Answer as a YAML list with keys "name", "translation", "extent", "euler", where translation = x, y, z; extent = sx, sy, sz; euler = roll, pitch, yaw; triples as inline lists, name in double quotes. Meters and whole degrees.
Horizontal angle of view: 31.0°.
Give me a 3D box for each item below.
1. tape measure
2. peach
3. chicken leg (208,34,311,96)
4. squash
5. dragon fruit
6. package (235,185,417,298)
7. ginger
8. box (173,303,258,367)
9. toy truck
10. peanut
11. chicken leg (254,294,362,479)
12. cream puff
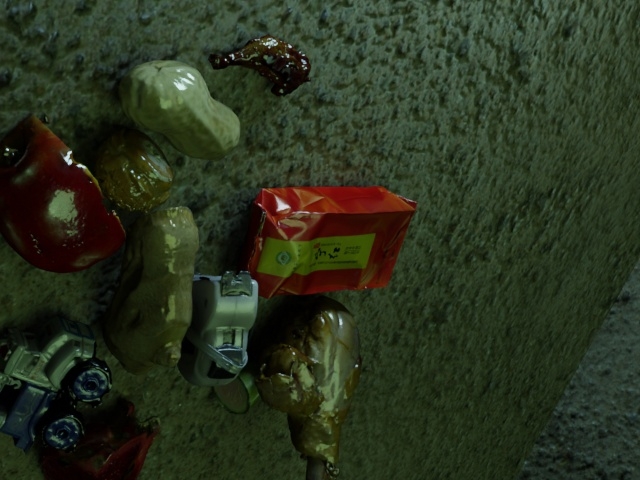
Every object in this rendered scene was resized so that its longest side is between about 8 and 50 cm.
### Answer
- name: "tape measure"
  translation: [-0.187, 0.150, 1.964]
  extent: [0.120, 0.236, 0.197]
  euler: [1, 88, -27]
- name: "peach"
  translation: [-0.388, -0.030, 1.695]
  extent: [0.154, 0.159, 0.267]
  euler: [-36, 143, -13]
- name: "chicken leg"
  translation: [-0.087, -0.291, 1.889]
  extent: [0.219, 0.048, 0.089]
  euler: [14, 105, -52]
- name: "squash"
  translation: [-0.134, 0.269, 2.265]
  extent: [0.132, 0.105, 0.105]
  euler: [-29, 138, -44]
- name: "dragon fruit"
  translation: [-0.386, 0.375, 2.055]
  extent: [0.211, 0.134, 0.262]
  euler: [-43, 160, -34]
- name: "package"
  translation: [0.001, 0.000, 2.160]
  extent: [0.424, 0.123, 0.195]
  euler: [-6, 121, -45]
- name: "ginger"
  translation: [-0.271, 0.085, 1.863]
  extent: [0.126, 0.190, 0.353]
  euler: [-8, 130, -30]
- name: "box"
  translation: [-0.201, 0.169, 2.150]
  extent: [0.178, 0.036, 0.115]
  euler: [-11, 126, -42]
- name: "toy truck"
  translation: [-0.451, 0.222, 1.847]
  extent: [0.177, 0.161, 0.213]
  euler: [26, 99, -30]
- name: "peanut"
  translation: [-0.207, -0.200, 1.779]
  extent: [0.123, 0.124, 0.257]
  euler: [-56, 146, 3]
- name: "chicken leg"
  translation: [-0.036, 0.309, 2.219]
  extent: [0.295, 0.182, 0.409]
  euler: [5, 86, -65]
- name: "cream puff"
  translation: [-0.288, -0.102, 1.752]
  extent: [0.103, 0.144, 0.126]
  euler: [-41, 122, 11]
